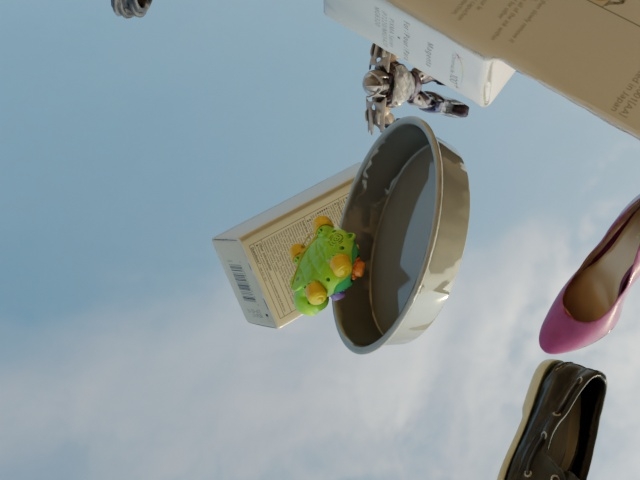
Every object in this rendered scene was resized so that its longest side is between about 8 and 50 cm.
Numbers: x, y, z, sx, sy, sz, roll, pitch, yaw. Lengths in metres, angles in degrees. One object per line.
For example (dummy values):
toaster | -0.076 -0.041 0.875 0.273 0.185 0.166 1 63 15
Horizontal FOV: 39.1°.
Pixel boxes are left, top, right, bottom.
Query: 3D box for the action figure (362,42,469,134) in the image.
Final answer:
action figure | 0.163 -0.259 1.508 0.099 0.186 0.285 27 -157 35

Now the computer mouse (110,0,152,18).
computer mouse | -0.096 -0.230 0.435 0.041 0.242 0.071 8 -160 1

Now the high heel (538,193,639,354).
high heel | 0.493 0.057 1.605 0.181 0.377 0.127 15 -152 -47

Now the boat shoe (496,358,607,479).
boat shoe | 0.347 0.335 1.311 0.127 0.113 0.340 40 -118 -30

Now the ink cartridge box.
ink cartridge box | 0.174 -0.193 0.554 0.238 0.060 0.275 35 -106 16

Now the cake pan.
cake pan | 0.094 -0.002 1.094 0.054 0.293 0.293 14 -138 -19

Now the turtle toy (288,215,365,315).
turtle toy | 0.005 0.039 1.096 0.066 0.130 0.095 20 -148 -37

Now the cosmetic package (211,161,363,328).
cosmetic package | 0.000 0.000 1.460 0.309 0.160 0.113 -28 -165 -28
